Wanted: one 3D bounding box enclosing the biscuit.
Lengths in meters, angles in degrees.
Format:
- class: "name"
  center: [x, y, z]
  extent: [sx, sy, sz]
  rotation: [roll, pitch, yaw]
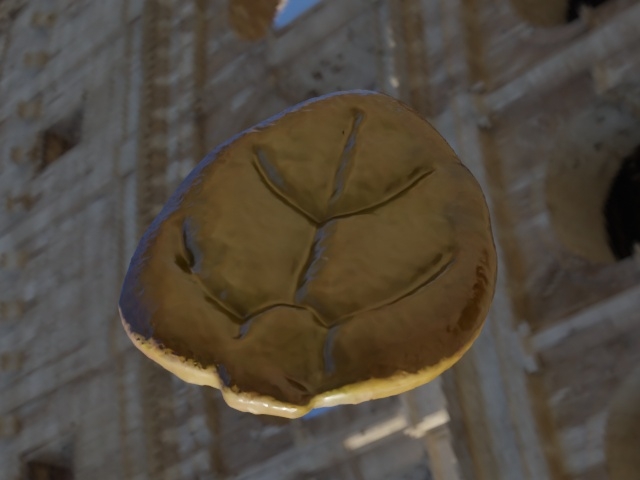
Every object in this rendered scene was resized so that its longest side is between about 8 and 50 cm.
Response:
- class: "biscuit"
  center: [-0.001, -0.004, 0.813]
  extent: [0.260, 0.203, 0.041]
  rotation: [-71, -22, -46]
